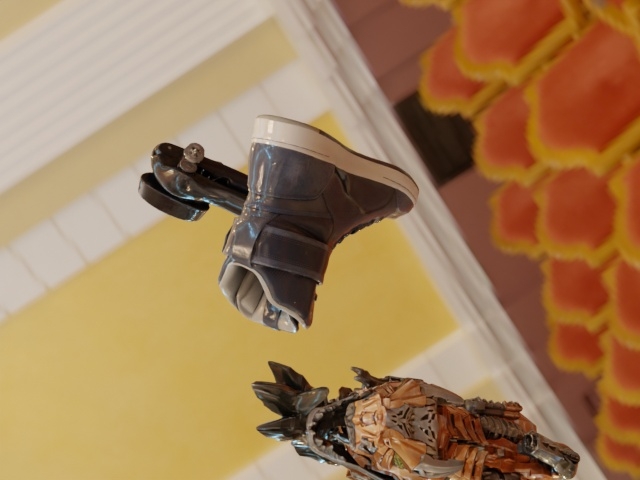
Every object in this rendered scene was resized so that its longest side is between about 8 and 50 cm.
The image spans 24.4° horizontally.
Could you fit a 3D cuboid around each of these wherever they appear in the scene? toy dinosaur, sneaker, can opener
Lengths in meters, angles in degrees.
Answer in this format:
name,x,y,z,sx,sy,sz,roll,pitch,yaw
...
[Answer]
name,x,y,z,sx,sy,sz,roll,pitch,yaw
toy dinosaur,0.074,0.165,0.955,0.322,0.218,0.164,53,-143,-39
sneaker,-0.002,0.000,1.242,0.086,0.163,0.226,9,175,34
can opener,-0.085,-0.046,1.460,0.073,0.186,0.059,118,168,-54
